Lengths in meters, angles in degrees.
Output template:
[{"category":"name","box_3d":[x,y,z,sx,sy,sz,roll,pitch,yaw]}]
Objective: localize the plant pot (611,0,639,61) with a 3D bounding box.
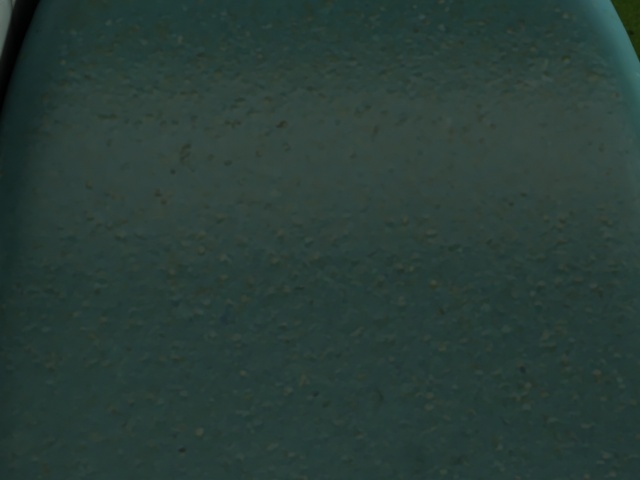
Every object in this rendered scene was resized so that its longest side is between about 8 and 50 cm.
[{"category":"plant pot","box_3d":[0.093,-0.152,0.906,0.366,0.352,0.367,-171,-90,-90]}]

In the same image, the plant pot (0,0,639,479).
[{"category":"plant pot","box_3d":[0.000,0.000,0.678,0.248,0.247,0.252,104,-17,-86]}]
